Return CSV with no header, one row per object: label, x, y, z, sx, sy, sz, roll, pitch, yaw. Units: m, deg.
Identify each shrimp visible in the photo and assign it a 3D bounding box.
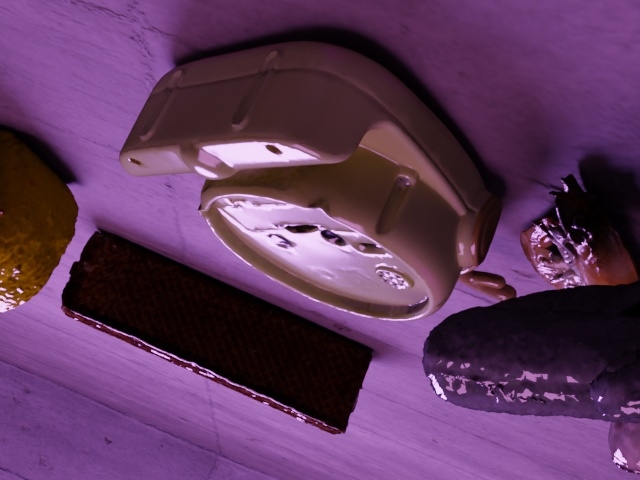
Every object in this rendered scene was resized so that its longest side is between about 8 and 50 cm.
shrimp,0.189,0.004,0.713,0.099,0.041,0.180,28,166,33

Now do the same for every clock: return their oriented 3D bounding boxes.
clock,0.019,-0.020,0.737,0.235,0.096,0.308,-1,148,47

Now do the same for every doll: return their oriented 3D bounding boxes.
doll,0.222,0.029,0.542,0.340,0.158,0.246,1,-170,33

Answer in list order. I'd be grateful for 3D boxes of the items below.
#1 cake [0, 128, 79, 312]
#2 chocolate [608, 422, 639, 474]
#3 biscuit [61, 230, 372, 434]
cake,-0.410,-0.032,1.042,0.260,0.179,0.156,14,156,22
chocolate,0.348,0.102,0.618,0.303,0.185,0.100,5,117,35
biscuit,-0.129,0.116,1.198,0.388,0.107,0.073,24,162,-1
